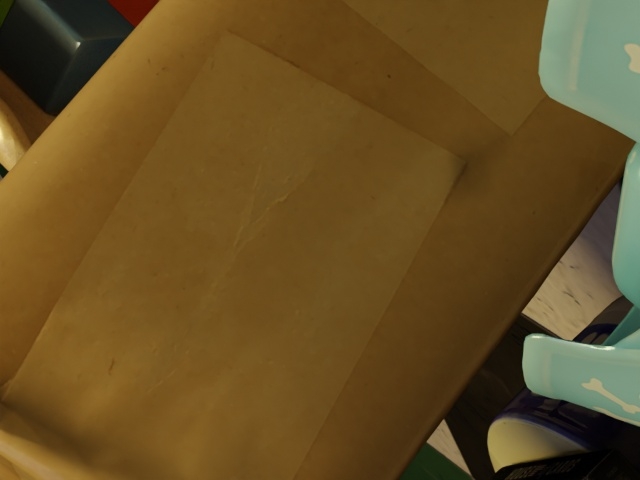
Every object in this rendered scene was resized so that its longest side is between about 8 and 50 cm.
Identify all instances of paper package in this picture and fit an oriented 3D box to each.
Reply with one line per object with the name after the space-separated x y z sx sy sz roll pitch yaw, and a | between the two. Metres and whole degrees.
0.000 0.000 0.725 0.168 0.325 0.309 36 162 5 | paper package

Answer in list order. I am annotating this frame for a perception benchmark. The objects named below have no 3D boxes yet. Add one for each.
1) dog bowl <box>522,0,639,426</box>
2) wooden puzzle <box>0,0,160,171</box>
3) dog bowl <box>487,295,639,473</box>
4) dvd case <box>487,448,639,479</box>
0.121 -0.045 0.390 0.074 0.166 0.297 31 159 18 | dog bowl
-0.145 -0.166 1.002 0.322 0.080 0.348 43 -154 21 | wooden puzzle
0.217 0.160 0.964 0.265 0.104 0.265 45 165 16 | dog bowl
0.188 0.208 0.904 0.239 0.029 0.179 49 165 0 | dvd case
